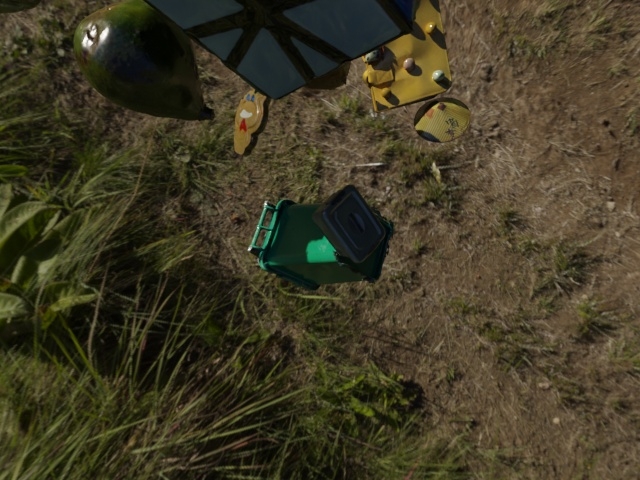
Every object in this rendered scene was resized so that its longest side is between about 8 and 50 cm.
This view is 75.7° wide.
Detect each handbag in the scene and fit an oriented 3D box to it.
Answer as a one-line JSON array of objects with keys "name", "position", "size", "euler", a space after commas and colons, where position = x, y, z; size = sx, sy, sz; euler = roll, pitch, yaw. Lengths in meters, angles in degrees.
[{"name": "handbag", "position": [0.262, -0.649, 1.356], "size": [0.282, 0.133, 0.402], "euler": [-14, 109, 4]}]

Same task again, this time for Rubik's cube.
[{"name": "Rubik's cube", "position": [-0.050, -0.406, 0.536], "size": [0.293, 0.288, 0.284], "euler": [-11, 61, 44]}]

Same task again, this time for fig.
[{"name": "fig", "position": [-0.298, -0.294, 0.732], "size": [0.195, 0.196, 0.245], "euler": [-24, 127, 18]}]

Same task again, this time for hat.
[{"name": "hat", "position": [0.413, -0.433, 1.398], "size": [0.192, 0.082, 0.193], "euler": [-6, 66, 13]}]

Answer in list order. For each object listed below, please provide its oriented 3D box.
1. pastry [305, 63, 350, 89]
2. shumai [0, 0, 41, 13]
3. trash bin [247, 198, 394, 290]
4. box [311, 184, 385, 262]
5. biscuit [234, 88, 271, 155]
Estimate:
[{"name": "pastry", "position": [0.000, -0.529, 1.234], "size": [0.218, 0.228, 0.101], "euler": [-2, 80, 31]}, {"name": "shumai", "position": [-0.755, -0.496, 0.803], "size": [0.329, 0.292, 0.289], "euler": [39, 122, -2]}, {"name": "trash bin", "position": [0.000, 0.000, 1.260], "size": [0.380, 0.295, 0.260], "euler": [-6, 61, 51]}, {"name": "box", "position": [0.062, -0.039, 1.013], "size": [0.124, 0.092, 0.172], "euler": [-45, 112, -23]}, {"name": "biscuit", "position": [-0.230, -0.450, 1.421], "size": [0.320, 0.047, 0.184], "euler": [-52, 52, 30]}]
